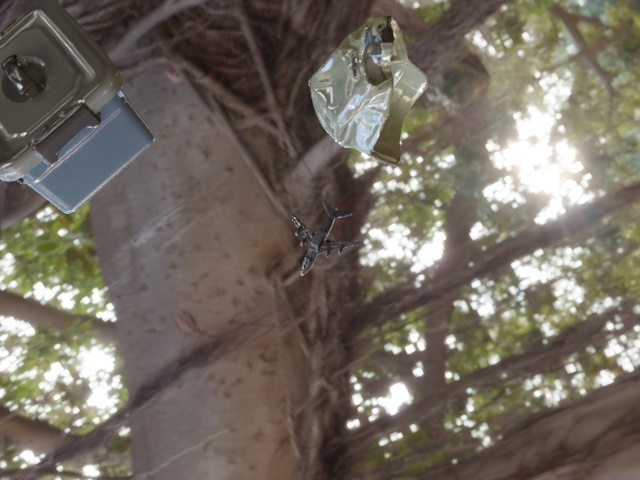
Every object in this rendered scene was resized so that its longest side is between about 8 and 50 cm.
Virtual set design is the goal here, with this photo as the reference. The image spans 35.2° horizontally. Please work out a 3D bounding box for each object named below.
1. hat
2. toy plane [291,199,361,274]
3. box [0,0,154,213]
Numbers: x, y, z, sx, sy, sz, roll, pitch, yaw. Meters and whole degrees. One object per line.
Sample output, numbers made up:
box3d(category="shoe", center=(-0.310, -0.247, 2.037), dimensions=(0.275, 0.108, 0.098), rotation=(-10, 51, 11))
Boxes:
box3d(category="hat", center=(0.051, -0.142, 0.952), dimensions=(0.081, 0.122, 0.166), rotation=(24, -175, 28))
box3d(category="toy plane", center=(0.000, -0.002, 1.014), dimensions=(0.084, 0.078, 0.024), rotation=(-59, -18, -26))
box3d(category="box", center=(-0.289, -0.145, 1.080), dimensions=(0.227, 0.162, 0.130), rotation=(46, 176, 43))
